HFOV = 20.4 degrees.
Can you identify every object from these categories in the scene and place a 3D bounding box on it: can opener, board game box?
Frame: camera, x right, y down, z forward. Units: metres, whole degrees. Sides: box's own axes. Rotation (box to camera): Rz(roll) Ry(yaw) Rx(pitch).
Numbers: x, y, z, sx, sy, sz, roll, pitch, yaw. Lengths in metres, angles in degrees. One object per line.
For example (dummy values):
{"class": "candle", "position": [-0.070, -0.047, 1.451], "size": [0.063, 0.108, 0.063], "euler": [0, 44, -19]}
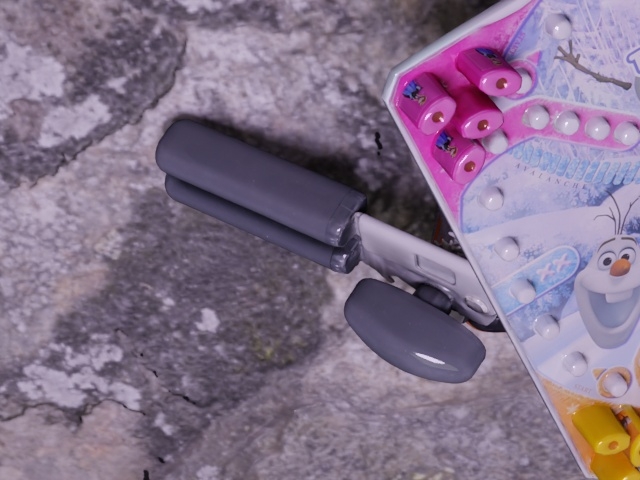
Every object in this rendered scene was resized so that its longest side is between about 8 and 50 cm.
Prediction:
{"class": "can opener", "position": [0.000, 0.000, 1.244], "size": [0.280, 0.093, 0.074], "euler": [28, 154, 21]}
{"class": "board game box", "position": [0.285, -0.051, 1.166], "size": [0.390, 0.050, 0.390], "euler": [-31, 125, 0]}

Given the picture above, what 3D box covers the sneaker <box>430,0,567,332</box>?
{"class": "sneaker", "position": [0.187, -0.051, 1.247], "size": [0.180, 0.125, 0.321], "euler": [6, 141, -5]}
